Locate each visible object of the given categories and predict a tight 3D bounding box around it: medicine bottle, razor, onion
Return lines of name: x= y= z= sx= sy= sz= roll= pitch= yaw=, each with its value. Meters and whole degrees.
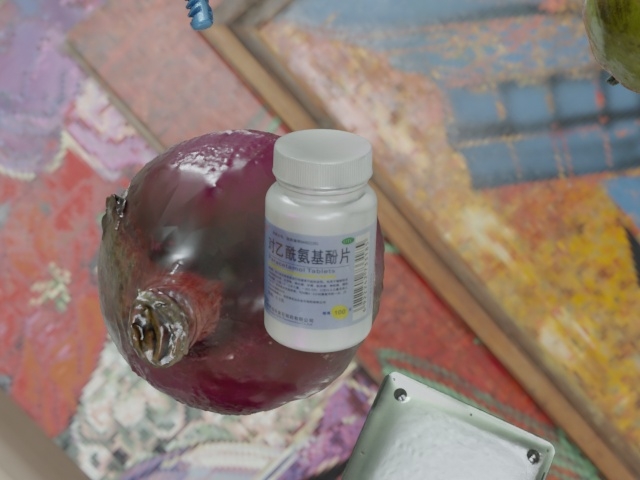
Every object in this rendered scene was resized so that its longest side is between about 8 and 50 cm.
medicine bottle: x=0.000 y=0.000 z=1.270 sx=0.102 sy=0.187 sz=0.103 roll=2 pitch=24 yaw=-1
razor: x=-0.191 y=-0.401 z=1.863 sx=0.042 sy=0.253 sz=0.082 roll=-15 pitch=-7 yaw=-16
onion: x=-0.111 y=0.052 z=1.554 sx=0.347 sy=0.348 sz=0.385 roll=-35 pitch=1 yaw=23

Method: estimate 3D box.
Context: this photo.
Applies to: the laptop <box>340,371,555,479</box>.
laptop: x=0.098 y=0.282 z=1.346 sx=0.015 sy=0.187 sz=0.269 roll=119 pitch=176 yaw=-76

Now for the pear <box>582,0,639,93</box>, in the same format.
pear: x=0.409 y=-0.287 z=1.456 sx=0.375 sy=0.287 sz=0.287 roll=-55 pitch=4 yaw=43
